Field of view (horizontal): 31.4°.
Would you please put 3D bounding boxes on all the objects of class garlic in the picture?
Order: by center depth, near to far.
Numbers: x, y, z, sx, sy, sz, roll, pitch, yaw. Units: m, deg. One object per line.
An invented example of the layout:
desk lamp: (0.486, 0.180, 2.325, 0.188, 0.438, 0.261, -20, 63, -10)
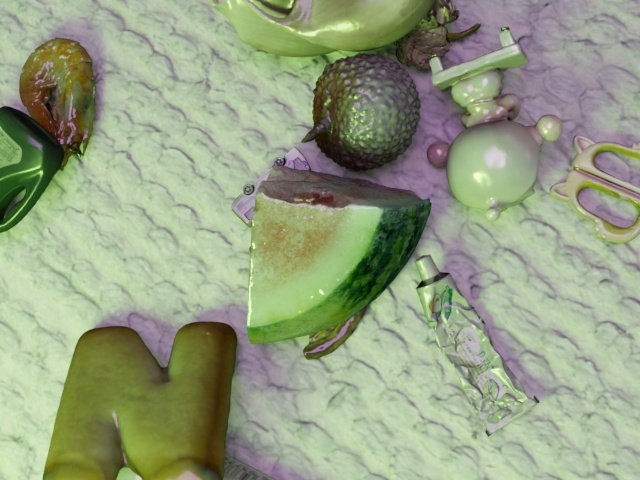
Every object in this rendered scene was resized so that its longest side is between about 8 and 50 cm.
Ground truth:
garlic: (0.015, -0.359, 1.592, 0.340, 0.246, 0.231, -27, 39, -8)

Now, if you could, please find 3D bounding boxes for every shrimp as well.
shrimp: (-0.395, -0.204, 1.715, 0.115, 0.051, 0.217, -9, 74, 10)

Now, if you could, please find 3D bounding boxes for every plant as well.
plant: (0.172, -0.306, 1.684, 0.121, 0.104, 0.117, 10, 113, -22)

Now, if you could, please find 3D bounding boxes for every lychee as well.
lychee: (0.054, -0.179, 1.599, 0.197, 0.165, 0.165, -13, 70, -31)

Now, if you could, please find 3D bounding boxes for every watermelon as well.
watermelon: (0.000, 0.000, 1.554, 0.310, 0.193, 0.232, -32, 98, 7)

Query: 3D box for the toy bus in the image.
toy bus: (-0.070, -0.076, 1.649, 0.130, 0.037, 0.052, -42, 76, -6)

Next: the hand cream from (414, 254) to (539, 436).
hand cream: (0.197, 0.135, 1.554, 0.084, 0.050, 0.257, -30, 79, -1)

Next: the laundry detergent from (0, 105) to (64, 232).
laundry detergent: (-0.475, -0.075, 1.657, 0.144, 0.078, 0.222, 39, 98, 24)

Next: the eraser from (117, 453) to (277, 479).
eraser: (-0.098, 0.409, 1.485, 0.396, 0.082, 0.213, 24, 78, 12)

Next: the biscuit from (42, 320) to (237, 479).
biscuit: (-0.233, 0.220, 1.507, 0.236, 0.062, 0.291, -2, 42, 7)

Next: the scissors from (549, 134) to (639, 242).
scissors: (0.483, -0.045, 1.587, 0.317, 0.024, 0.160, 25, 78, 12)

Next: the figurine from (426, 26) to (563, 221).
figurine: (0.241, -0.149, 1.585, 0.181, 0.144, 0.257, -11, 76, 0)

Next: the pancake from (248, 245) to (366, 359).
pancake: (-0.024, 0.065, 1.612, 0.190, 0.020, 0.184, 23, 78, 11)
